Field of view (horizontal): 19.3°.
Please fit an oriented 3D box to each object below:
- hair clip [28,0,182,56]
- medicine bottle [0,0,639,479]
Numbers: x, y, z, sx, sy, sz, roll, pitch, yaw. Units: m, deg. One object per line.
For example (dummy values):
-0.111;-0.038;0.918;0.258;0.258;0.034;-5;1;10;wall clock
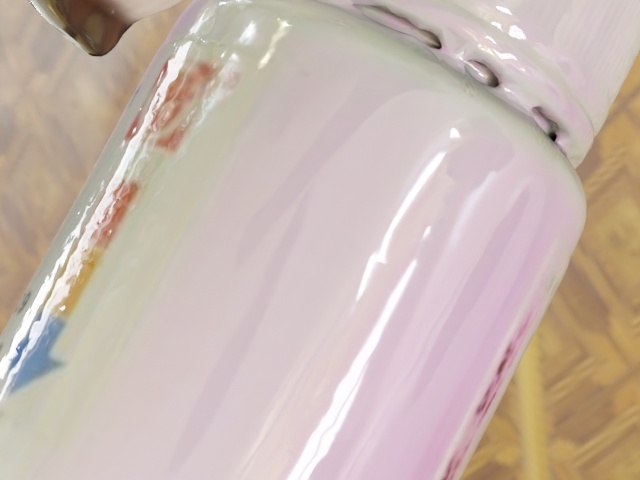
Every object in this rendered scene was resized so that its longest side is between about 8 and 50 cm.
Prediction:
0.066;-0.162;0.395;0.085;0.330;0.101;51;-164;-59;hair clip
0.000;0.000;0.603;0.152;0.255;0.152;28;170;5;medicine bottle
